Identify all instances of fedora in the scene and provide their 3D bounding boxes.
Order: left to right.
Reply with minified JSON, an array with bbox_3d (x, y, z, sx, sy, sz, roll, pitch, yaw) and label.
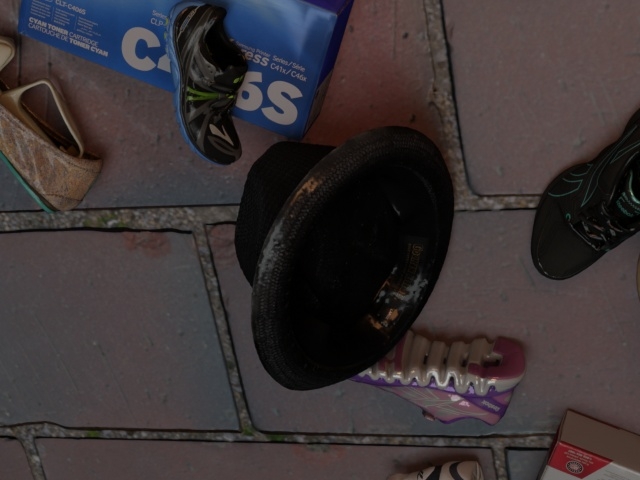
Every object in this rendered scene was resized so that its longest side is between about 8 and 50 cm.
[{"bbox_3d":[0.000,0.000,1.641,0.152,0.334,0.334,33,130,35],"label":"fedora"}]

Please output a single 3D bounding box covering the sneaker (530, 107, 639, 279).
[{"bbox_3d":[0.306,-0.046,1.579,0.101,0.106,0.267,34,125,-4],"label":"sneaker"}]

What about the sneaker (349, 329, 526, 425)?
[{"bbox_3d":[0.126,0.169,1.775,0.236,0.095,0.105,7,129,13],"label":"sneaker"}]

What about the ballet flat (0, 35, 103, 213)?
[{"bbox_3d":[-0.375,-0.174,1.747,0.106,0.107,0.316,-39,108,12],"label":"ballet flat"}]

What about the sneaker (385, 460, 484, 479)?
[{"bbox_3d":[0.141,0.389,1.893,0.153,0.094,0.235,-3,118,22],"label":"sneaker"}]

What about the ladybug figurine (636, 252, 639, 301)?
[{"bbox_3d":[0.553,0.040,1.511,0.449,0.162,0.305,12,123,12],"label":"ladybug figurine"}]

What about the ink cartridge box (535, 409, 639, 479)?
[{"bbox_3d":[0.322,0.309,1.797,0.127,0.072,0.175,21,123,6],"label":"ink cartridge box"}]

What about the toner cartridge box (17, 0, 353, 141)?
[{"bbox_3d":[-0.151,-0.250,1.629,0.347,0.075,0.165,21,123,6],"label":"toner cartridge box"}]

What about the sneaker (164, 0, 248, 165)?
[{"bbox_3d":[-0.113,-0.164,1.581,0.078,0.067,0.188,3,118,24],"label":"sneaker"}]
